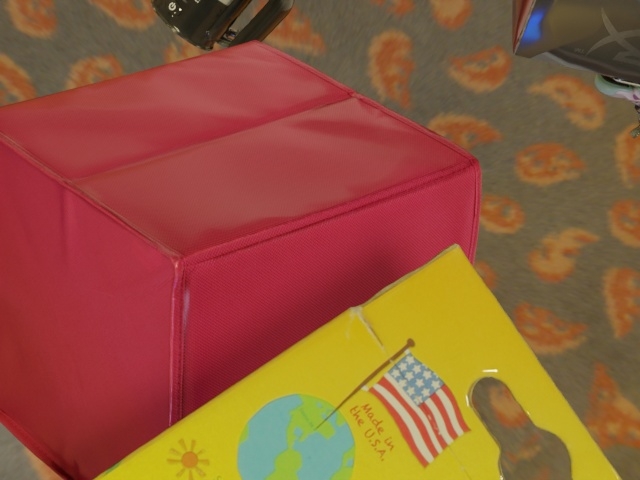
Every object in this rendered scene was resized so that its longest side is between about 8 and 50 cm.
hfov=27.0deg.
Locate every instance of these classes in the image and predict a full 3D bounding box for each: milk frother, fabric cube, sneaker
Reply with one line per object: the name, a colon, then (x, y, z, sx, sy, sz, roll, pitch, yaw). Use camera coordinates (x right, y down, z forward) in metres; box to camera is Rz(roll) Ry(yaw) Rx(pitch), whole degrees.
milk frother: (-0.083, -0.266, 1.423, 0.129, 0.143, 0.135, 44, 109, 0)
fabric cube: (-0.075, 0.034, 0.958, 0.258, 0.259, 0.254, -20, 128, -38)
sneaker: (0.226, -0.097, 0.931, 0.098, 0.069, 0.038, -8, 53, -23)

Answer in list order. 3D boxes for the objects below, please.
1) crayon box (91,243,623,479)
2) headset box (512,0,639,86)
crayon box: (-0.015, 0.173, 0.589, 0.318, 0.081, 0.202, -33, 78, 0)
headset box: (0.238, -0.200, 0.835, 0.218, 0.293, 0.110, 13, 135, -3)
